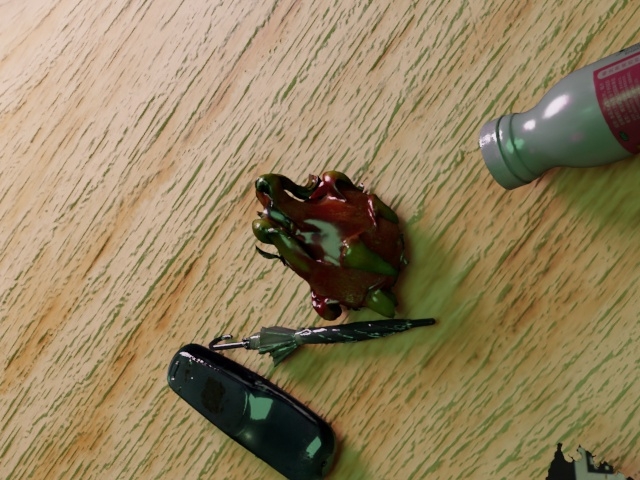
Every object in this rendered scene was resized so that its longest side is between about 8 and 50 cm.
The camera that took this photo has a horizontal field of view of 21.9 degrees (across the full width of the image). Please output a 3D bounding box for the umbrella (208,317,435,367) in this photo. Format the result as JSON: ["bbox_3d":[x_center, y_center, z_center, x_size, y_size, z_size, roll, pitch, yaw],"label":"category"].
[{"bbox_3d":[-0.007,0.100,1.652,0.269,0.044,0.044,-7,112,34],"label":"umbrella"}]

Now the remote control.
[{"bbox_3d":[-0.073,0.174,1.687,0.222,0.042,0.072,30,105,33],"label":"remote control"}]

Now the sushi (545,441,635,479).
[{"bbox_3d":[0.296,0.336,1.421,0.290,0.050,0.264,28,117,30],"label":"sushi"}]

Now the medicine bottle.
[{"bbox_3d":[0.249,-0.112,1.467,0.216,0.090,0.090,-23,74,31],"label":"medicine bottle"}]

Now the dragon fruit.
[{"bbox_3d":[0.000,0.000,1.623,0.138,0.175,0.142,-65,22,3],"label":"dragon fruit"}]
